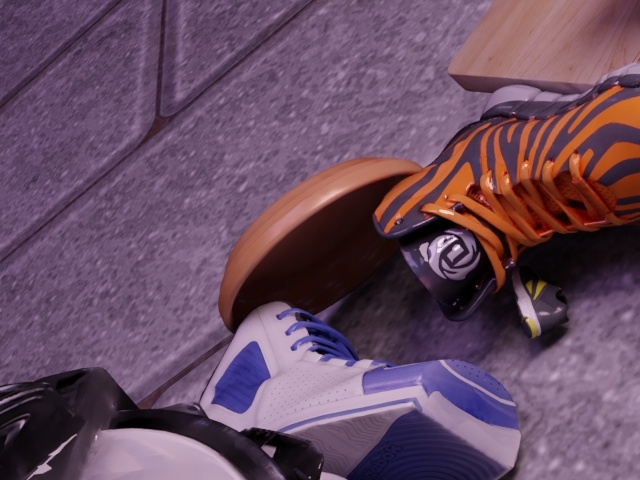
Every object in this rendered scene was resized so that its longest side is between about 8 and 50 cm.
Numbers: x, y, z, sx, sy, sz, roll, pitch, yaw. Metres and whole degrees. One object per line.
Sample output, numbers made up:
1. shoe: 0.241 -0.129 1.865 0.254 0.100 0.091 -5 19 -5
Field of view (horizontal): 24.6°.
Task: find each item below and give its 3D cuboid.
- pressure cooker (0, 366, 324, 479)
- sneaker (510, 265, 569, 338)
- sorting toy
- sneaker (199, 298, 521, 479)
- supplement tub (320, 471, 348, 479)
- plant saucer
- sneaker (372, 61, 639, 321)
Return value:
1. pressure cooker: -0.086 0.275 0.618 0.375 0.420 0.370 -42 31 -13
2. sneaker: 0.157 0.043 1.041 0.035 0.031 0.083 -12 28 6
3. sorting toy: 0.262 -0.195 1.120 0.257 0.089 0.255 -55 28 -10
4. sneaker: -0.004 0.113 1.069 0.315 0.127 0.182 -25 38 40
5. supplement tub: -0.047 0.250 0.937 0.199 0.144 0.144 -33 31 27
6. plant saucer: 0.000 0.000 1.155 0.200 0.200 0.037 -42 68 13
7. sneaker: 0.153 -0.018 0.992 0.180 0.124 0.321 -41 14 -16
